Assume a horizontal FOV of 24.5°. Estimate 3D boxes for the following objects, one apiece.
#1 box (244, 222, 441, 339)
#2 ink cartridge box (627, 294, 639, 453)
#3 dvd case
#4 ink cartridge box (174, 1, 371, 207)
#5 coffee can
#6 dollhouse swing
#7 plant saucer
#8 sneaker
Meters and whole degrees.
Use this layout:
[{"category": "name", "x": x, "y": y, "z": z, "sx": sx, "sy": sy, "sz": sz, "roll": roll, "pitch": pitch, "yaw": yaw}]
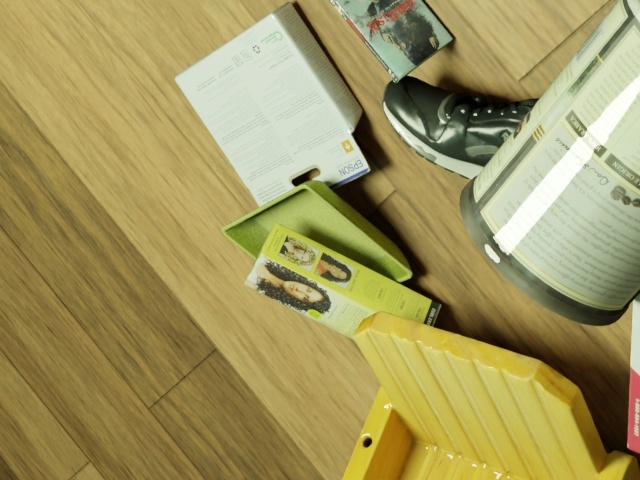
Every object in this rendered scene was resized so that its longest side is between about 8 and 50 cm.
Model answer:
[{"category": "box", "x": 0.027, "y": 0.068, "z": 1.837, "sx": 0.232, "sy": 0.058, "sz": 0.087, "roll": 26, "pitch": 146, "yaw": -3}, {"category": "ink cartridge box", "x": 0.478, "y": 0.149, "z": 1.497, "sx": 0.306, "sy": 0.131, "sz": 0.226, "roll": 18, "pitch": 128, "yaw": 31}, {"category": "dvd case", "x": 0.078, "y": -0.244, "z": 1.624, "sx": 0.119, "sy": 0.087, "sz": 0.013, "roll": 51, "pitch": 158, "yaw": 4}, {"category": "ink cartridge box", "x": -0.052, "y": -0.156, "z": 1.830, "sx": 0.223, "sy": 0.045, "sz": 0.224, "roll": -23, "pitch": 102, "yaw": 48}, {"category": "coffee can", "x": 0.292, "y": -0.083, "z": 1.399, "sx": 0.201, "sy": 0.201, "sz": 0.275, "roll": 43, "pitch": 120, "yaw": 11}, {"category": "dollhouse swing", "x": 0.160, "y": 0.300, "z": 1.743, "sx": 0.346, "sy": 0.315, "sz": 0.305, "roll": 17, "pitch": 168, "yaw": 33}, {"category": "plant saucer", "x": 0.000, "y": 0.000, "z": 1.855, "sx": 0.188, "sy": 0.045, "sz": 0.188, "roll": 40, "pitch": 142, "yaw": -20}, {"category": "sneaker", "x": 0.206, "y": -0.121, "z": 1.598, "sx": 0.283, "sy": 0.107, "sz": 0.124, "roll": 34, "pitch": 126, "yaw": 10}]
